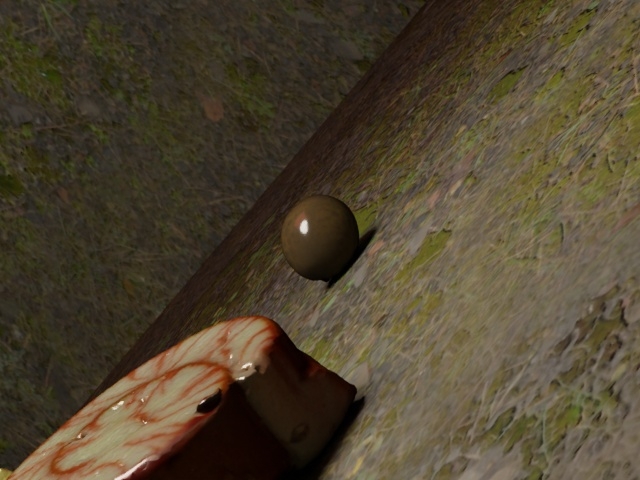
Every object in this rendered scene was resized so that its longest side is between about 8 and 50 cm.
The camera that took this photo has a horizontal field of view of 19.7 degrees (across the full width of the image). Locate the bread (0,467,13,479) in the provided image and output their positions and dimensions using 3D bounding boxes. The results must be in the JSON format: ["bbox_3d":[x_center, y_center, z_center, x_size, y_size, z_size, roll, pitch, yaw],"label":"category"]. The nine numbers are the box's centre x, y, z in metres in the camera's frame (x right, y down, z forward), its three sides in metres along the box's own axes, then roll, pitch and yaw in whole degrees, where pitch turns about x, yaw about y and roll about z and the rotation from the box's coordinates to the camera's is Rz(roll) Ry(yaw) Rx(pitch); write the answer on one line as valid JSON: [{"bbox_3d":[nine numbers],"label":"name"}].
[{"bbox_3d":[-0.439,0.427,2.383,0.147,0.160,0.260,-52,10,36],"label":"bread"}]

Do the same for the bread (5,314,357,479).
[{"bbox_3d":[-0.147,0.200,1.584,0.295,0.114,0.327,-19,19,46],"label":"bread"}]

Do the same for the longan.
[{"bbox_3d":[0.000,0.000,2.176,0.113,0.092,0.113,-2,-90,-85],"label":"longan"}]
